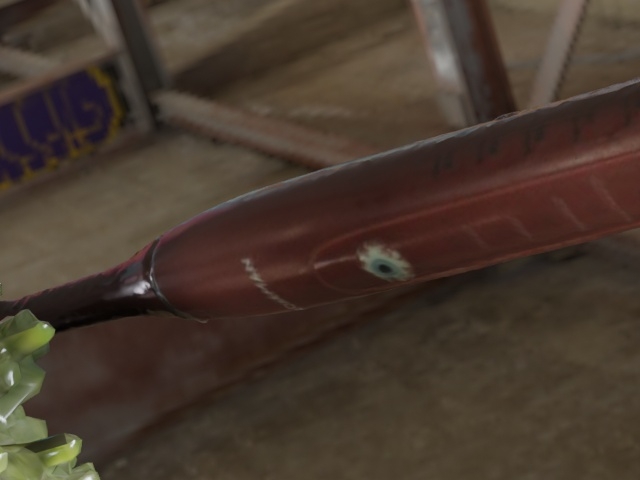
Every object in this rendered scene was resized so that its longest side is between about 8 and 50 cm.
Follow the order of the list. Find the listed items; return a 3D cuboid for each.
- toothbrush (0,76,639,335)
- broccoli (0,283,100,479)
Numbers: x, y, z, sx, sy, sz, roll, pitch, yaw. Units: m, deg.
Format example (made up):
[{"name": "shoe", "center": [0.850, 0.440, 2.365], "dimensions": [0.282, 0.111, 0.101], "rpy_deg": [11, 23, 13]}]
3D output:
[{"name": "toothbrush", "center": [0.000, -0.001, 0.529], "dimensions": [0.364, 0.041, 0.041], "rpy_deg": [-15, -162, 41]}, {"name": "broccoli", "center": [-0.121, 0.130, 0.530], "dimensions": [0.375, 0.249, 0.302], "rpy_deg": [15, -132, -2]}]
